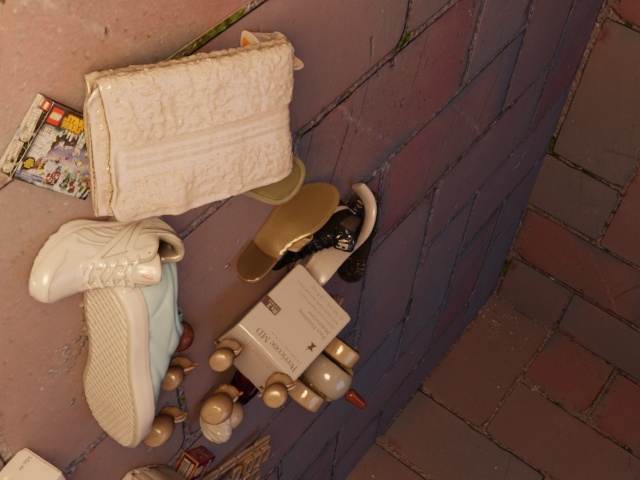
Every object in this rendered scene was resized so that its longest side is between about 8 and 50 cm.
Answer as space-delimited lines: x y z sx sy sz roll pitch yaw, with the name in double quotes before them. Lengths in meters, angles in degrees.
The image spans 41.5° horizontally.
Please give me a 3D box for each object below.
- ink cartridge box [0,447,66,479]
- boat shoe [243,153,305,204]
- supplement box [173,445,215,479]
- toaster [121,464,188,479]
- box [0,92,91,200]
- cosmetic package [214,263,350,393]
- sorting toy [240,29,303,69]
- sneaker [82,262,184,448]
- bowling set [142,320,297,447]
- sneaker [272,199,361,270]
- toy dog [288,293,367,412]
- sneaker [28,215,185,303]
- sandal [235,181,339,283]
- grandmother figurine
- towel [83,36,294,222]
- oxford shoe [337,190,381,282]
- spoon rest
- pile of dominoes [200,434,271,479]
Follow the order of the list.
"ink cartridge box" -0.443 0.426 1.279 0.140 0.082 0.191 -51 157 -32
"boat shoe" -0.148 -0.139 1.124 0.113 0.103 0.302 -53 140 3
"supplement box" -0.275 0.488 1.841 0.055 0.043 0.083 -62 160 10
"toaster" -0.316 0.526 1.654 0.129 0.146 0.227 -58 161 0
"box" -0.291 -0.102 0.957 0.094 0.027 0.137 -60 160 4
"cosmetic package" -0.074 0.174 1.621 0.184 0.151 0.151 -45 -177 -33
"sorting toy" -0.064 -0.258 1.180 0.083 0.075 0.045 -21 139 -58
"sneaker" -0.261 0.168 1.271 0.150 0.135 0.366 -33 150 -41
"bowling set" -0.196 0.223 1.476 0.286 0.200 0.154 -15 -177 3
"sneaker" 0.000 0.000 1.641 0.217 0.121 0.079 -45 156 -30
"toy dog" 0.016 0.280 1.827 0.220 0.161 0.334 -44 -168 16
"sneaker" -0.262 0.024 1.082 0.232 0.115 0.090 -35 149 -47
"sandal" -0.064 -0.012 1.560 0.240 0.088 0.079 -46 172 -12
"grandmother figurine" -0.131 0.272 1.767 0.342 0.104 0.208 -53 166 -12
"towel" -0.146 -0.132 1.014 0.282 0.049 0.187 -20 129 -32
"oxford shoe" 0.086 -0.023 1.897 0.096 0.082 0.227 -68 175 -56
"spoon rest" 0.032 0.013 1.757 0.276 0.084 0.137 -56 -161 -10
"pile of dominoes" -0.231 0.592 2.140 0.251 0.040 0.196 -25 144 -42
